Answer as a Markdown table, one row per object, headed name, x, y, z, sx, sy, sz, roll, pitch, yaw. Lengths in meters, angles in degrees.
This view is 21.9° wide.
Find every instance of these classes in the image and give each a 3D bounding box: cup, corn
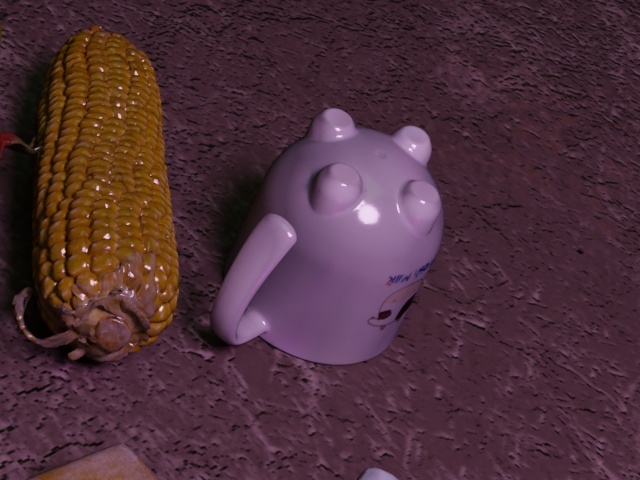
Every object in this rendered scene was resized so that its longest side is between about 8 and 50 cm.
| name | x | y | z | sx | sy | sz | roll | pitch | yaw |
| --- | --- | --- | --- | --- | --- | --- | --- | --- | --- |
| cup | -0.001 | -0.009 | 1.132 | 0.173 | 0.142 | 0.134 | 0 | 47 | -26 |
| corn | -0.149 | -0.036 | 1.125 | 0.106 | 0.106 | 0.293 | 11 | 39 | -17 |

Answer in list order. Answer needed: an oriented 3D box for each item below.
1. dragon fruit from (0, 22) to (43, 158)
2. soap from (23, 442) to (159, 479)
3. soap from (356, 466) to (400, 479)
| name | x | y | z | sx | sy | sz | roll | pitch | yaw |
| --- | --- | --- | --- | --- | --- | --- | --- | --- | --- |
| dragon fruit | -0.251 | -0.078 | 1.057 | 0.135 | 0.137 | 0.236 | 11 | 52 | 26 |
| soap | -0.165 | 0.209 | 0.871 | 0.232 | 0.073 | 0.140 | -20 | 54 | -39 |
| soap | -0.031 | 0.261 | 0.806 | 0.095 | 0.173 | 0.289 | 33 | 41 | 10 |
